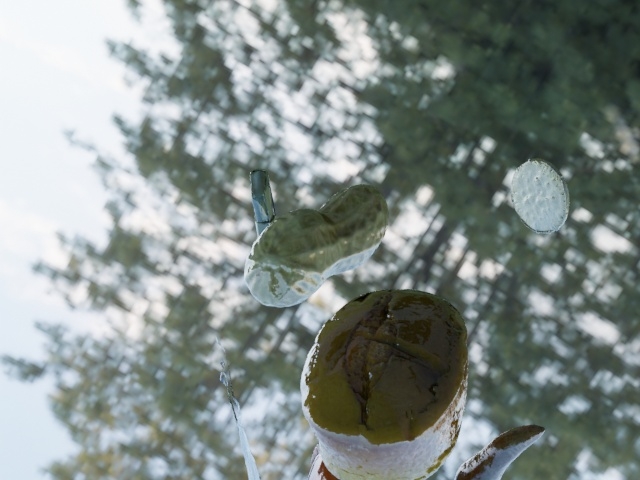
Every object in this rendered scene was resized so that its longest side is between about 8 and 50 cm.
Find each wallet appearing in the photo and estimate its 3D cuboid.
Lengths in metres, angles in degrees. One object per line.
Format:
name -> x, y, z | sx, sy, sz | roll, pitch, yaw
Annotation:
wallet -> -0.094, -0.036, 2.138 | 0.039, 0.155, 0.110 | -9, -154, 0

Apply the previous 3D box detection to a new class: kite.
kite -> -0.129, 0.296, 1.958 | 0.015, 0.169, 0.310 | -11, -121, -11

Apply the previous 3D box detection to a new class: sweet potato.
sweet potato -> 0.212, 0.321, 1.592 | 0.078, 0.255, 0.058 | 6, -137, -16

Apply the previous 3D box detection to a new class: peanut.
peanut -> 0.000, 0.000, 1.902 | 0.120, 0.136, 0.298 | 29, -138, 32

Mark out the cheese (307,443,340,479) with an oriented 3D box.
cheese -> 0.074, 0.358, 1.623 | 0.217, 0.129, 0.329 | 55, 158, -2

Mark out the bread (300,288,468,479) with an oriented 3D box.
bread -> 0.082, 0.169, 1.459 | 0.195, 0.143, 0.270 | 2, -145, 19

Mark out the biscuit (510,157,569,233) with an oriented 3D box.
biscuit -> 0.420, -0.085, 2.335 | 0.020, 0.152, 0.152 | -17, -138, -36
